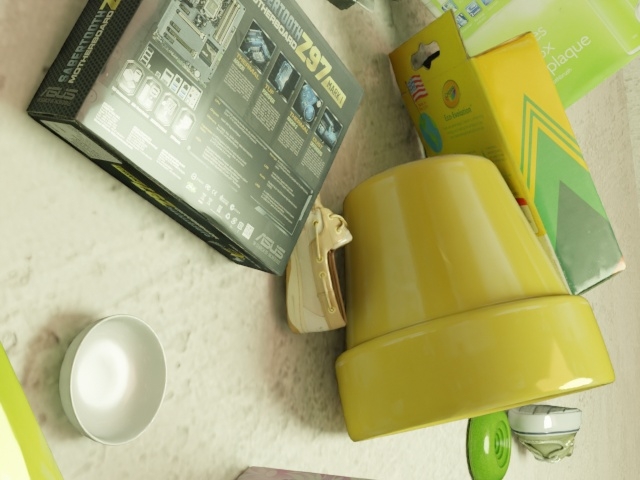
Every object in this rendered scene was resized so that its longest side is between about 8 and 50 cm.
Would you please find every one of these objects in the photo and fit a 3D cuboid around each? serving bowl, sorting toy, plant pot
[{"bbox_3d":[-0.138,0.090,0.485,0.083,0.027,0.083,12,76,-57],"label":"serving bowl"},{"bbox_3d":[0.292,0.270,1.075,0.127,0.126,0.365,25,65,-55],"label":"sorting toy"},{"bbox_3d":[0.127,0.055,0.740,0.254,0.254,0.238,16,57,-57],"label":"plant pot"}]

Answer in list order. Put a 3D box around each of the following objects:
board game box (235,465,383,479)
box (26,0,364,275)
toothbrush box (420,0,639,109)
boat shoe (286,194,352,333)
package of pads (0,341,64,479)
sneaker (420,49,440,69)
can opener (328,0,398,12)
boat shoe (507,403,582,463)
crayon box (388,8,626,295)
[{"bbox_3d":[0.092,0.336,0.556,0.066,0.318,0.318,-30,112,-57],"label":"board game box"},{"bbox_3d":[-0.072,-0.104,0.551,0.233,0.059,0.183,41,68,-50],"label":"box"},{"bbox_3d":[0.246,-0.307,0.878,0.283,0.206,0.122,48,27,-10],"label":"toothbrush box"},{"bbox_3d":[0.000,0.000,0.679,0.063,0.059,0.169,-23,111,-80],"label":"boat shoe"},{"bbox_3d":[-0.212,0.150,0.289,0.229,0.101,0.296,-43,121,-54],"label":"package of pads"},{"bbox_3d":[0.222,-0.112,1.021,0.131,0.112,0.318,-43,123,-58],"label":"sneaker"},{"bbox_3d":[-0.030,-0.279,0.616,0.280,0.093,0.074,18,55,-42],"label":"can opener"},{"bbox_3d":[0.387,0.324,1.245,0.302,0.109,0.094,22,70,-59],"label":"boat shoe"},{"bbox_3d":[0.198,-0.098,0.840,0.081,0.202,0.318,-26,97,-12],"label":"crayon box"}]
